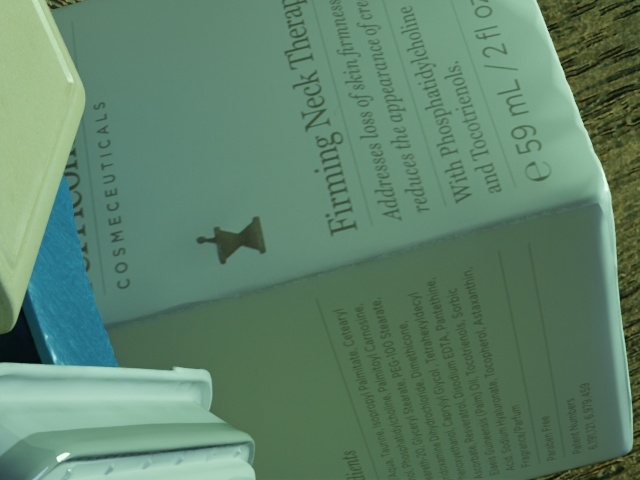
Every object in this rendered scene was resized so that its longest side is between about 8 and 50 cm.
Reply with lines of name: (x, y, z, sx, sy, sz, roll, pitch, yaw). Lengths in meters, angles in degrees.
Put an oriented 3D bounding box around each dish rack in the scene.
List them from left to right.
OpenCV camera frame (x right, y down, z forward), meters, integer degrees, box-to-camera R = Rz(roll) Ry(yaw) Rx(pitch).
dish rack: (-0.124, 0.192, 0.689, 0.072, 0.285, 0.333, 29, 2, 15)

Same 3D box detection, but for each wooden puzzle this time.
wooden puzzle: (-0.187, -0.104, 0.858, 0.221, 0.044, 0.238, -85, 164, -55)

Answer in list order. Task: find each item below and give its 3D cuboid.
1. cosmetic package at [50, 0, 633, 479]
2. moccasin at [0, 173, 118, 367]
cosmetic package: (0.000, 0.000, 1.260, 0.327, 0.394, 0.329, 72, 3, -50)
moccasin: (-0.220, 0.006, 0.994, 0.138, 0.117, 0.342, 44, 20, -49)
